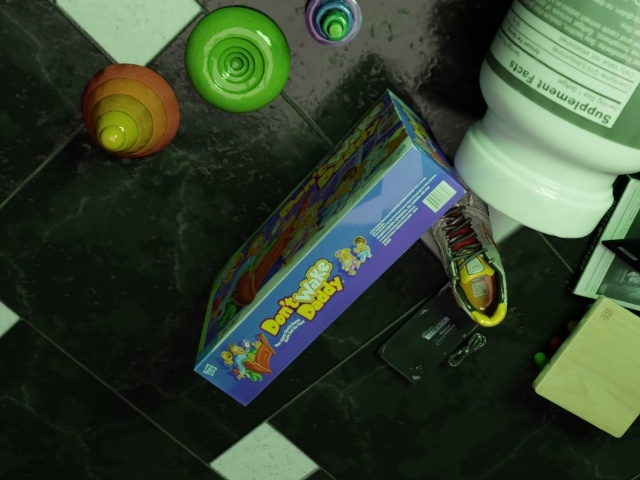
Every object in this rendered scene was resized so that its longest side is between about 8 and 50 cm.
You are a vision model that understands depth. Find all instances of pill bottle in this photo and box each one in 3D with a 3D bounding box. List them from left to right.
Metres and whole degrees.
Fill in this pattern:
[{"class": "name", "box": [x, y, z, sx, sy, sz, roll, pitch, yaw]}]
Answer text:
[{"class": "pill bottle", "box": [0.287, -0.197, 0.774, 0.210, 0.210, 0.362, 18, 120, -10]}]

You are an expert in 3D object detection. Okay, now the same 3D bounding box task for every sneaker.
[{"class": "sneaker", "box": [0.193, 0.008, 1.003, 0.088, 0.092, 0.225, -23, 103, 7]}]

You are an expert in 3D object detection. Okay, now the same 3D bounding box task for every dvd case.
[{"class": "dvd case", "box": [0.484, 0.021, 1.062, 0.239, 0.029, 0.179, 15, 114, -8]}]

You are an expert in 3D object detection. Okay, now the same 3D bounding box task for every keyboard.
[{"class": "keyboard", "box": [0.177, 0.130, 1.106, 0.108, 0.023, 0.180, 40, 109, -11]}]

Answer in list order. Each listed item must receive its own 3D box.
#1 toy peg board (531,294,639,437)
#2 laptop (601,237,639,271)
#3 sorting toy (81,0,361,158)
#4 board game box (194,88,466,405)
[{"class": "toy peg board", "box": [0.395, 0.166, 1.105, 0.161, 0.079, 0.160, 30, 102, -16]}, {"class": "laptop", "box": [0.540, 0.000, 0.954, 0.234, 0.136, 0.264, 33, 113, -17]}, {"class": "sorting toy", "box": [-0.121, -0.183, 0.893, 0.366, 0.126, 0.127, -23, 113, 9]}, {"class": "board game box", "box": [0.000, 0.000, 0.922, 0.078, 0.233, 0.347, 39, 108, -17]}]
